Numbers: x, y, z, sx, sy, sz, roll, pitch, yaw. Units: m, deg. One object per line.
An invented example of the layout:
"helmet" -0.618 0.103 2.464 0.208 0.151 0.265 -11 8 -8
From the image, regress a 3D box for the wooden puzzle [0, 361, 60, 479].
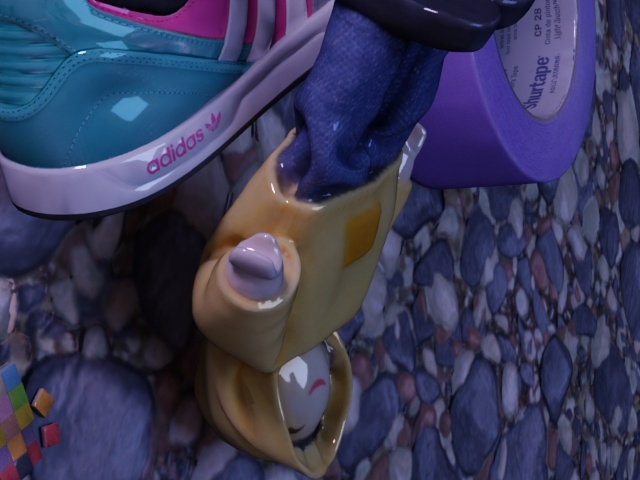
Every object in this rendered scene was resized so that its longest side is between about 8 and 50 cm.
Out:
"wooden puzzle" -0.142 0.085 0.558 0.083 0.006 0.049 -42 124 -53

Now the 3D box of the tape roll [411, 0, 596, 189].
"tape roll" 0.119 -0.177 0.949 0.274 0.090 0.275 10 78 -59

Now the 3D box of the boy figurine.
"boy figurine" 0.000 0.000 0.616 0.177 0.092 0.285 -37 150 -60

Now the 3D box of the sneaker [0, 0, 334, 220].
"sneaker" -0.066 -0.159 0.603 0.295 0.123 0.178 -53 141 -47
